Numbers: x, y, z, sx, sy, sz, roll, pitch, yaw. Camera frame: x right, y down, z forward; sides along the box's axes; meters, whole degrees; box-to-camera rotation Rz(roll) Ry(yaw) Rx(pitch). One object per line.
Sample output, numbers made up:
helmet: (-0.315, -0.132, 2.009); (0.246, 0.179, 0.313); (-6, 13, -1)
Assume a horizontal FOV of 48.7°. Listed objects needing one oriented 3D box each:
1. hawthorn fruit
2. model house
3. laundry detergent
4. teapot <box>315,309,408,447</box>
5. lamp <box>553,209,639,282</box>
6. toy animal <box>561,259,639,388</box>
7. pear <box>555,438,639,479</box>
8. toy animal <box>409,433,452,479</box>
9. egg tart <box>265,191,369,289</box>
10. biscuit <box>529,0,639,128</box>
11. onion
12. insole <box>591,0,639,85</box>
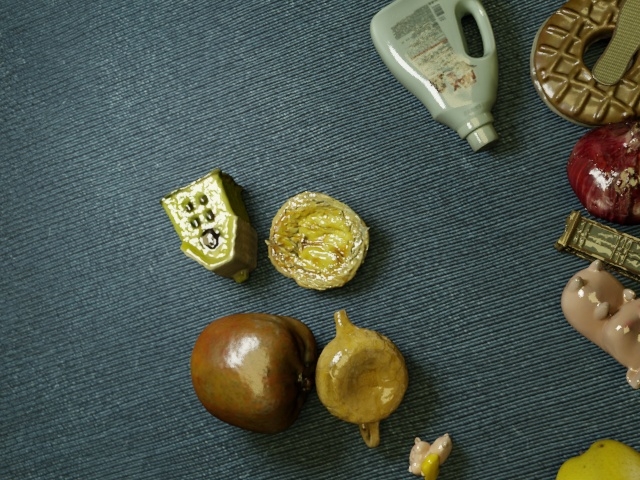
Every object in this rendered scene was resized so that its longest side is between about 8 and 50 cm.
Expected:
hawthorn fruit: (-0.163, 0.282, 1.561); (0.300, 0.267, 0.268); (1, 82, 22)
model house: (-0.232, -0.020, 1.659); (0.174, 0.193, 0.234); (-31, 76, 3)
laundry detergent: (0.308, -0.396, 1.640); (0.263, 0.124, 0.398); (-28, 78, 6)
teapot: (0.083, 0.305, 1.570); (0.203, 0.167, 0.311); (-15, 99, -15)
lamp: (0.675, 0.041, 1.514); (0.325, 0.090, 0.089); (25, 87, 13)
toy animal: (0.617, 0.167, 1.473); (0.166, 0.154, 0.250); (-36, 64, -12)
pear: (0.586, 0.492, 1.426); (0.266, 0.267, 0.178); (-10, 56, 10)
toy animal: (0.232, 0.466, 1.545); (0.082, 0.091, 0.114); (28, 89, 28)
egg tart: (0.000, 0.000, 1.660); (0.252, 0.098, 0.232); (-5, 87, 15)
biscuit: (0.637, -0.406, 1.582); (0.331, 0.103, 0.332); (-2, 82, 12)
onion: (0.644, -0.154, 1.470); (0.252, 0.219, 0.252); (-2, 54, 2)
insole: (0.667, -0.446, 1.527); (0.086, 0.005, 0.253); (27, 87, 14)
